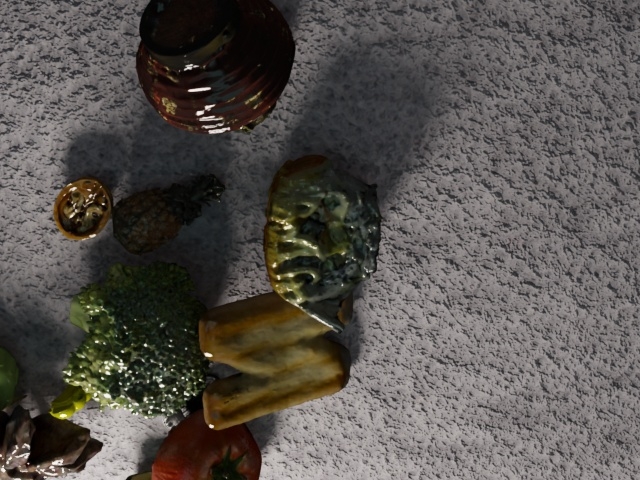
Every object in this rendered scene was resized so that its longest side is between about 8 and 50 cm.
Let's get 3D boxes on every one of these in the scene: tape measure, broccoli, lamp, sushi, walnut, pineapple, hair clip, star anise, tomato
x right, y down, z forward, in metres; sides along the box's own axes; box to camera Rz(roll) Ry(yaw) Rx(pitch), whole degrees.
[{"bbox_3d":[-0.648,0.249,1.503,0.200,0.106,0.175,-32,130,13],"label":"tape measure"},{"bbox_3d":[-0.310,0.172,1.388,0.260,0.235,0.288,12,102,-6],"label":"broccoli"},{"bbox_3d":[-0.150,-0.262,1.193,0.247,0.247,0.247,1,115,2],"label":"lamp"},{"bbox_3d":[0.000,0.000,1.335,0.184,0.139,0.274,2,104,-7],"label":"sushi"},{"bbox_3d":[-0.396,-0.059,1.382,0.091,0.052,0.121,35,109,-12],"label":"walnut"},{"bbox_3d":[-0.249,-0.052,1.363,0.197,0.108,0.108,-26,112,-1],"label":"pineapple"},{"bbox_3d":[-0.438,0.264,1.468,0.072,0.173,0.046,-25,112,11],"label":"hair clip"},{"bbox_3d":[-0.565,0.382,1.502,0.331,0.118,0.332,-3,154,-1],"label":"star anise"},{"bbox_3d":[-0.197,0.427,1.528,0.225,0.085,0.225,-3,96,-33],"label":"tomato"}]

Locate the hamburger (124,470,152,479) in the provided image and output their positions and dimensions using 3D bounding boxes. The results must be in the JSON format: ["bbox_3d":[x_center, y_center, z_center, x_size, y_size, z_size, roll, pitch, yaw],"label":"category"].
[{"bbox_3d":[-0.278,0.520,1.605,0.207,0.135,0.155,-11,116,4],"label":"hamburger"}]

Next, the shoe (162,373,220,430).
[{"bbox_3d":[-0.247,0.318,1.555,0.062,0.053,0.159,39,108,-19],"label":"shoe"}]

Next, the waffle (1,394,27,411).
[{"bbox_3d":[-0.679,0.308,1.580,0.191,0.032,0.125,-35,106,14],"label":"waffle"}]

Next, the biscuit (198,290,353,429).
[{"bbox_3d":[-0.074,0.193,1.423,0.290,0.062,0.237,-15,118,-27],"label":"biscuit"}]
